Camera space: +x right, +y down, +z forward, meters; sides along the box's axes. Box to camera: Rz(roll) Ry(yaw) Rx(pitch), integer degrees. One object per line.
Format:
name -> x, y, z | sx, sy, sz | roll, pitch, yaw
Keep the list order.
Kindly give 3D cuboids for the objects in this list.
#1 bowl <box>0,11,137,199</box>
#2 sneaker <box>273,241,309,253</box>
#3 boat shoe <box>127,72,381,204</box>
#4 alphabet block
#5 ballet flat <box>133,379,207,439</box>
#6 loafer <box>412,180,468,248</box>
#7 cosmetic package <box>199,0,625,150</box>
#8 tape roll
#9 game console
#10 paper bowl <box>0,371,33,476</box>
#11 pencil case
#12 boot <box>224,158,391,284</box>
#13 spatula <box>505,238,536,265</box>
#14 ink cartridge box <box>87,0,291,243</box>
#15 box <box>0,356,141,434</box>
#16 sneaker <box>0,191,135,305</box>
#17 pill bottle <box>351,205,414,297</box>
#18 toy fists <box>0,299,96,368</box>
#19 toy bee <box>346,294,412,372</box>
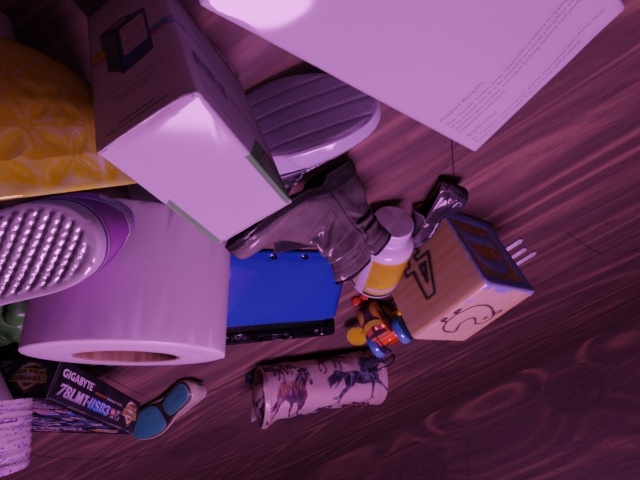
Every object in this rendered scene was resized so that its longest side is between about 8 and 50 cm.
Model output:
bowl -> -0.310, -0.107, 0.384 | 0.289, 0.289, 0.156 | -9, 101, -18
sneaker -> -0.008, -0.028, 0.781 | 0.170, 0.051, 0.089 | -16, 146, -1
boat shoe -> -0.080, -0.109, 0.592 | 0.335, 0.121, 0.119 | -17, 154, 12
alphabet block -> 0.277, 0.078, 0.953 | 0.192, 0.193, 0.197 | 12, 133, -37
ballet flat -> -0.391, 0.440, 1.185 | 0.248, 0.086, 0.086 | -37, 143, 20
loafer -> 0.201, -0.049, 0.867 | 0.061, 0.062, 0.170 | 26, 123, -20
cosmetic package -> 0.087, -0.258, 0.431 | 0.384, 0.156, 0.217 | 15, 131, -40
tape roll -> -0.247, 0.071, 0.608 | 0.246, 0.169, 0.246 | -1, 159, 0
game console -> -0.119, 0.121, 0.940 | 0.293, 0.174, 0.250 | 2, 170, -30
paper bowl -> -0.507, 0.222, 0.539 | 0.284, 0.148, 0.284 | -6, 164, -2
pencil case -> 0.003, 0.411, 1.283 | 0.410, 0.160, 0.183 | -1, 150, -27
boot -> 0.000, 0.000, 0.656 | 0.246, 0.161, 0.083 | -35, -166, -29
spatula -> 0.451, 0.086, 1.210 | 0.242, 0.019, 0.168 | -38, 141, 23
ink cartridge box -> -0.127, -0.127, 0.434 | 0.093, 0.212, 0.154 | -29, 145, 9
box -> -0.527, 0.286, 0.818 | 0.295, 0.073, 0.293 | 0, 148, 7
sneaker -> -0.320, 0.014, 0.431 | 0.282, 0.161, 0.102 | -7, 104, -4
pill bottle -> 0.119, 0.023, 0.869 | 0.103, 0.103, 0.184 | -10, 144, -16
toy fists -> -0.419, 0.143, 0.747 | 0.142, 0.096, 0.279 | -24, 144, 2
toy bee -> 0.152, 0.193, 1.106 | 0.195, 0.162, 0.298 | -29, 171, -4
